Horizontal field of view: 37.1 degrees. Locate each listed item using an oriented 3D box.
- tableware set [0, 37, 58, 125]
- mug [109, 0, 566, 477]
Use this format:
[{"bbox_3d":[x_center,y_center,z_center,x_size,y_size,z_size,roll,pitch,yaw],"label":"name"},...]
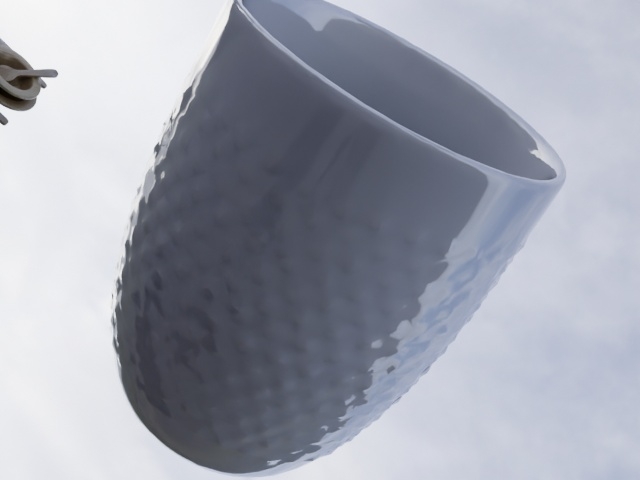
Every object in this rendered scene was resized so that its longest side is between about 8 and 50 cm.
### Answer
[{"bbox_3d":[-0.384,-0.227,1.062,0.039,0.128,0.194,-36,-71,25],"label":"tableware set"},{"bbox_3d":[0.000,0.000,0.791,0.276,0.374,0.328,34,-67,9],"label":"mug"}]
